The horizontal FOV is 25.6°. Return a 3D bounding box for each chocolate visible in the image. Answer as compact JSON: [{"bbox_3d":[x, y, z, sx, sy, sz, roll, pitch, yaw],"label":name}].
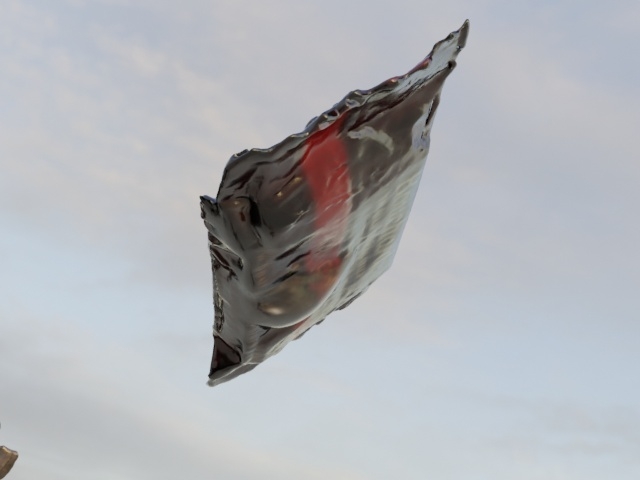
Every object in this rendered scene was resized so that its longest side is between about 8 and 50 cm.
[{"bbox_3d":[0.000,0.000,0.436,0.028,0.086,0.182,51,-22,18],"label":"chocolate"}]

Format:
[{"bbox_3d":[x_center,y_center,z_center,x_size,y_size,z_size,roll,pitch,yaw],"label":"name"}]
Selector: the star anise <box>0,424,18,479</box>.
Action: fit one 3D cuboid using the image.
[{"bbox_3d":[-0.435,0.248,1.360,0.349,0.109,0.292,-24,13,-31],"label":"star anise"}]
